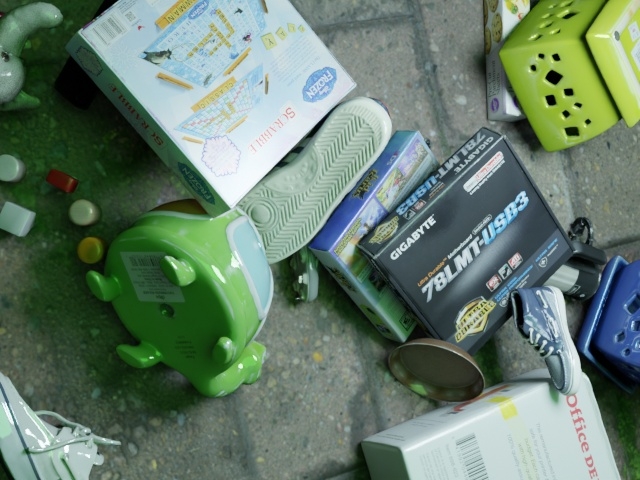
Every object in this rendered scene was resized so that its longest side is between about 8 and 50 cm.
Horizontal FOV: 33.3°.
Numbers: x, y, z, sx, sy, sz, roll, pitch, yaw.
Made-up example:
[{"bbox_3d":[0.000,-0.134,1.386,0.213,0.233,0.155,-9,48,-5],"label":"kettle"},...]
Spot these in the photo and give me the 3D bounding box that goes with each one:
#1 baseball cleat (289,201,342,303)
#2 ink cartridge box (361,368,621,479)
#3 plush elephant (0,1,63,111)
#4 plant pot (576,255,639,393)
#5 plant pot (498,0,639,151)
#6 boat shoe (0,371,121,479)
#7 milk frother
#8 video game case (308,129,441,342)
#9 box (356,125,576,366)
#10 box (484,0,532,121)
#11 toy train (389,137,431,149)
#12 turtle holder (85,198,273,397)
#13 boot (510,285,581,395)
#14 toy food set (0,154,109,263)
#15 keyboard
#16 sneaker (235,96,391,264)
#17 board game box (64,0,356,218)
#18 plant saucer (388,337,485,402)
[{"bbox_3d":[0.000,0.000,1.785,0.109,0.072,0.206,-3,87,-24],"label":"baseball cleat"},{"bbox_3d":[0.300,0.410,1.828,0.384,0.160,0.279,-18,92,-24],"label":"ink cartridge box"},{"bbox_3d":[-0.490,-0.307,1.502,0.255,0.272,0.330,41,99,-1],"label":"plush elephant"},{"bbox_3d":[0.614,0.162,1.943,0.236,0.212,0.236,36,71,-37],"label":"plant pot"},{"bbox_3d":[0.488,-0.320,1.913,0.228,0.207,0.227,-51,119,-36],"label":"plant pot"},{"bbox_3d":[-0.369,0.322,1.556,0.156,0.136,0.367,-30,100,-23],"label":"boat shoe"},{"bbox_3d":[0.441,0.021,1.966,0.134,0.129,0.143,17,34,-31],"label":"milk frother"},{"bbox_3d":[0.135,-0.007,1.813,0.270,0.061,0.244,-53,125,-20],"label":"video game case"},{"bbox_3d":[0.250,0.014,1.778,0.295,0.073,0.293,-43,124,-7],"label":"box"},{"bbox_3d":[0.347,-0.385,1.981,0.063,0.067,0.324,1,85,-24],"label":"box"},{"bbox_3d":[0.124,-0.161,1.882,0.158,0.027,0.036,-4,97,-25],"label":"toy train"},{"bbox_3d":[-0.167,0.082,1.613,0.320,0.243,0.227,48,43,-8],"label":"turtle holder"},{"bbox_3d":[0.371,0.169,1.787,0.086,0.069,0.190,0,68,-25],"label":"boot"},{"bbox_3d":[-0.414,-0.054,1.613,0.232,0.104,0.111,24,89,-2],"label":"toy food set"},{"bbox_3d":[-0.315,-0.278,1.601,0.100,0.038,0.192,42,109,16],"label":"keyboard"},{"bbox_3d":[-0.013,-0.094,1.709,0.350,0.148,0.131,-41,95,20],"label":"sneaker"},{"bbox_3d":[-0.148,-0.252,1.555,0.318,0.066,0.319,50,58,-11],"label":"board game box"},{"bbox_3d":[0.198,0.215,1.807,0.168,0.168,0.029,35,53,-17],"label":"plant saucer"}]
